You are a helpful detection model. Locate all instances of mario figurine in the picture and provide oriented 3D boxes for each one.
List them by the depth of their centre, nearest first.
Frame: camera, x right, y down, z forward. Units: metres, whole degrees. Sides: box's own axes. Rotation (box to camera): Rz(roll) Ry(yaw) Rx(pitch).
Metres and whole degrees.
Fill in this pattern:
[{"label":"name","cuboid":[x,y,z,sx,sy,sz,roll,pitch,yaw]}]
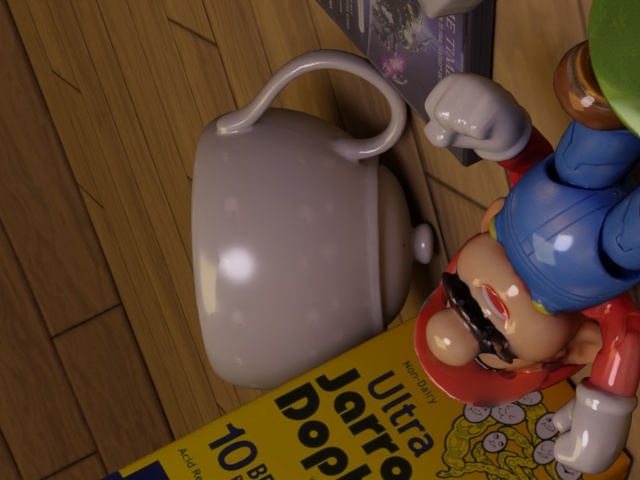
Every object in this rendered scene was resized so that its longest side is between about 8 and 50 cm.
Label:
[{"label":"mario figurine","cuboid":[0.129,0.021,0.959,0.320,0.170,0.198,116,161,-60]}]

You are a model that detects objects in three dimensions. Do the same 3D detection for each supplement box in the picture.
[{"label":"supplement box","cuboid":[0.030,0.223,1.237,0.194,0.357,0.195,54,160,29]}]

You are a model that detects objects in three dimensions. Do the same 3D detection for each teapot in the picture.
[{"label":"teapot","cuboid":[0.000,0.000,1.327,0.256,0.187,0.252,63,-156,-76]}]

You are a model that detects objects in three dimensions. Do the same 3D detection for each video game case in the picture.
[{"label":"video game case","cuboid":[0.039,-0.206,1.162,0.274,0.026,0.196,51,159,34]}]

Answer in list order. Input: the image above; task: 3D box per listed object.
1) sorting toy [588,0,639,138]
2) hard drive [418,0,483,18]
[{"label":"sorting toy","cuboid":[0.211,-0.071,0.770,0.365,0.127,0.126,64,-167,10]},{"label":"hard drive","cuboid":[0.066,-0.233,0.816,0.307,0.040,0.203,-158,56,-87]}]
